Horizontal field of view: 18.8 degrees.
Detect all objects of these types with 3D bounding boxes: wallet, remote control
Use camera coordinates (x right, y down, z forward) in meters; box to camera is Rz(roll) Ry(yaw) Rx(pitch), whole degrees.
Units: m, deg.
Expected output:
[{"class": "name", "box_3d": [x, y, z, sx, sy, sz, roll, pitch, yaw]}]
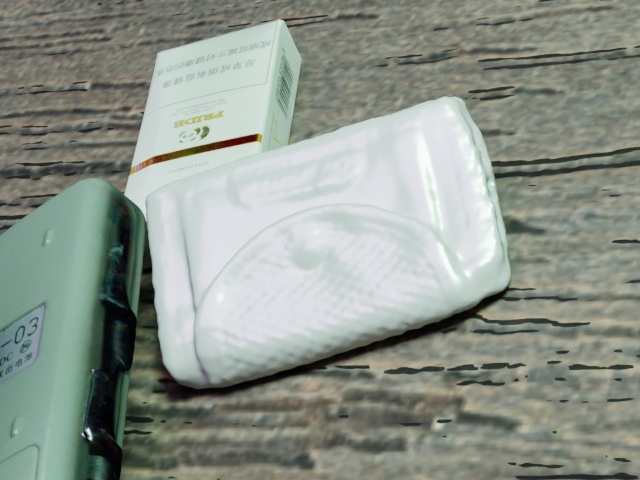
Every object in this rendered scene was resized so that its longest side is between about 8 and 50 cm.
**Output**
[{"class": "wallet", "box_3d": [0.000, 0.000, 0.967, 0.183, 0.032, 0.124, -17, 60, 14]}, {"class": "remote control", "box_3d": [-0.147, 0.098, 0.933, 0.140, 0.056, 0.296, -36, 33, 27]}]

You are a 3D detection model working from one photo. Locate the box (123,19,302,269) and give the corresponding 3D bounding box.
[{"class": "box", "box_3d": [-0.060, -0.057, 1.086, 0.084, 0.040, 0.154, -11, 42, 17]}]
